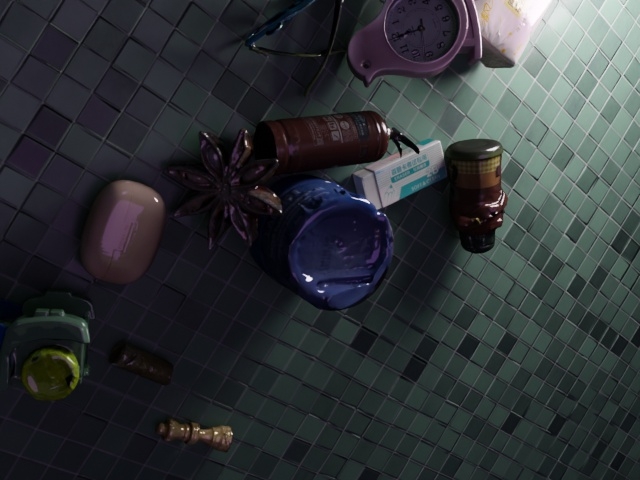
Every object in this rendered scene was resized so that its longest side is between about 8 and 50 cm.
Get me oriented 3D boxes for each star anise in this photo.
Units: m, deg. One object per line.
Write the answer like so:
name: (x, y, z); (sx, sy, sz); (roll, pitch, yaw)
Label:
star anise: (-0.174, -0.106, 1.391); (0.223, 0.109, 0.236); (45, 111, 0)

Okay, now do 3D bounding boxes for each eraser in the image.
eraser: (0.185, -0.150, 1.622); (0.225, 0.052, 0.095); (-26, 117, -19)

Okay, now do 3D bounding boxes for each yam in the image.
yam: (-0.365, 0.254, 1.447); (0.132, 0.054, 0.054); (32, 88, -32)

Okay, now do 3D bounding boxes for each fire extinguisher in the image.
fire extinguisher: (0.039, -0.204, 1.482); (0.337, 0.135, 0.114); (-12, 146, -26)

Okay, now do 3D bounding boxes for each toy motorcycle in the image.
toy motorcycle: (-0.572, 0.160, 1.246); (0.327, 0.191, 0.199); (6, 99, -15)

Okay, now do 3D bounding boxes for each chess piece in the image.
chess piece: (-0.280, 0.425, 1.545); (0.172, 0.060, 0.060); (18, 96, -29)

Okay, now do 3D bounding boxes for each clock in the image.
clock: (0.171, -0.476, 1.459); (0.275, 0.080, 0.290); (-16, 93, 3)

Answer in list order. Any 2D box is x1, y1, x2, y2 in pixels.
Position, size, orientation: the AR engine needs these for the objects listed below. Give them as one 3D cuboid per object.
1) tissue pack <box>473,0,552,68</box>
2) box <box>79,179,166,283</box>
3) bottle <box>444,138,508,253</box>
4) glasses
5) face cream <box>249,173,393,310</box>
tissue pack: (0.406, -0.533, 1.584); (0.185, 0.124, 0.225); (31, 89, -29)
box: (-0.374, -0.015, 1.339); (0.146, 0.088, 0.200); (16, 96, -30)
bottle: (0.373, -0.098, 1.685); (0.156, 0.143, 0.271); (-21, 115, -32)
glasses: (-0.037, -0.408, 1.424); (0.239, 0.102, 0.207); (-37, 146, -15)
face cream: (0.000, 0.000, 1.468); (0.249, 0.225, 0.249); (-8, 108, -27)
